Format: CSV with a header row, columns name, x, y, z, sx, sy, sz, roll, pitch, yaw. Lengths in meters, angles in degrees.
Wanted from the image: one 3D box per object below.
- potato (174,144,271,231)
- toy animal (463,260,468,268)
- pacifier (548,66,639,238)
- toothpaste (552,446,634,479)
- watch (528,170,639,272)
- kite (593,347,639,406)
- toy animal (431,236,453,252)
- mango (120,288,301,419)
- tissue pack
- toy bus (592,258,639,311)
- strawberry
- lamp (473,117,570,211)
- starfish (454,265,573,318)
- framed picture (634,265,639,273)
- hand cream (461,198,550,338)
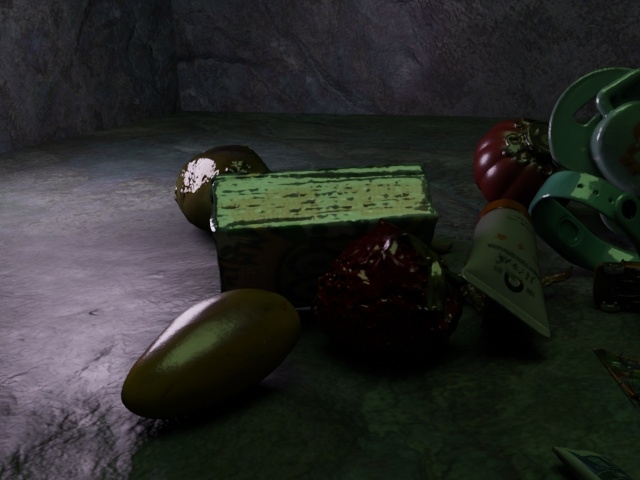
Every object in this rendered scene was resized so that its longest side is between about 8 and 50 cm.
name,x,y,z,sx,sy,sz,roll,pitch,yaw
potato,-0.191,-0.105,1.692,0.210,0.173,0.307,-5,14,-17
toy animal,0.246,0.047,1.334,0.084,0.050,0.028,-16,39,-33
pacifier,0.593,-0.169,1.561,0.288,0.343,0.269,-35,-1,2
toothpaste,0.274,0.231,0.719,0.057,0.035,0.197,10,12,-15
watch,0.433,-0.017,1.270,0.068,0.237,0.195,-56,20,-18
kite,0.416,0.164,0.964,0.183,0.014,0.241,-15,19,-38
toy animal,0.121,-0.046,1.531,0.168,0.121,0.233,26,3,-41
mango,-0.133,0.135,0.977,0.138,0.113,0.253,16,32,38
tissue pack,0.000,0.000,1.199,0.310,0.228,0.128,-5,56,-5
toy bus,0.481,0.066,1.187,0.162,0.070,0.074,5,17,19
strawberry,0.081,0.077,1.063,0.201,0.184,0.187,-27,11,25
lamp,0.426,-0.145,1.698,0.226,0.227,0.227,-2,16,1
starfish,0.252,0.077,1.234,0.247,0.050,0.138,-23,25,-33
framed picture,0.598,0.054,1.087,0.293,0.018,0.231,17,22,34
hand cream,0.256,0.028,1.160,0.139,0.089,0.314,34,26,-6
